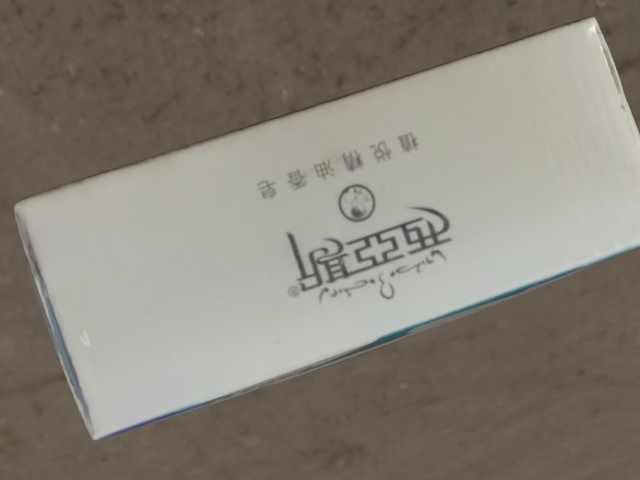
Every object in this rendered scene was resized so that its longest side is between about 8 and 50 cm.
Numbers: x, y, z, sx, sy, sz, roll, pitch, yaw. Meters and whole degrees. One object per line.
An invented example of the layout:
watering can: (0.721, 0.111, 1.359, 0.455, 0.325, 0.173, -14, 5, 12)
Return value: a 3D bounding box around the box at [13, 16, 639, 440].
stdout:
box: (0.001, 0.002, 0.646, 0.274, 0.116, 0.203, -19, 177, -10)
